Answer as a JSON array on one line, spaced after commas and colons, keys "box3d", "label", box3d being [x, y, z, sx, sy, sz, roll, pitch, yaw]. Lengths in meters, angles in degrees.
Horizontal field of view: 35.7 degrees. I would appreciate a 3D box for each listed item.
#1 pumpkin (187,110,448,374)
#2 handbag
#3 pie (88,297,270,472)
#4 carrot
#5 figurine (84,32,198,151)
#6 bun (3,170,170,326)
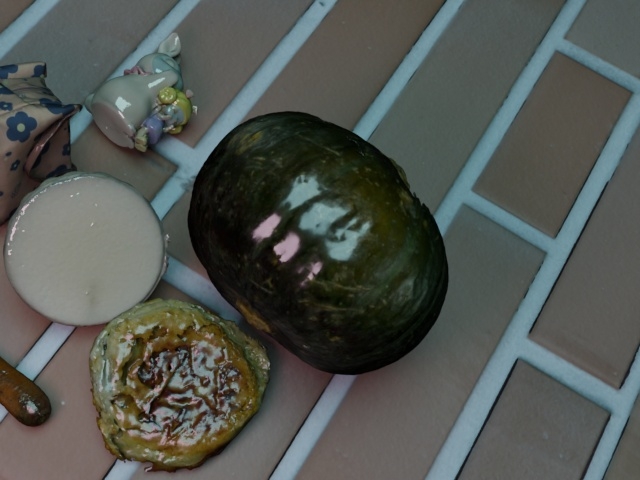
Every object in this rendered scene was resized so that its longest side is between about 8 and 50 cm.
[{"box3d": [0.000, 0.000, 1.575, 0.454, 0.454, 0.344, 43, 80, 12], "label": "pumpkin"}, {"box3d": [-0.520, -0.170, 1.676, 0.193, 0.252, 0.190, -25, 62, -31], "label": "handbag"}, {"box3d": [-0.236, 0.222, 1.596, 0.308, 0.085, 0.308, 4, 77, -17], "label": "pie"}, {"box3d": [-0.501, 0.225, 1.580, 0.186, 0.060, 0.060, 38, 63, 16], "label": "carrot"}, {"box3d": [-0.301, -0.278, 1.836, 0.155, 0.127, 0.235, 28, 57, 25], "label": "figurine"}, {"box3d": [-0.396, 0.003, 1.658, 0.263, 0.175, 0.263, -5, 104, -19], "label": "bun"}]
